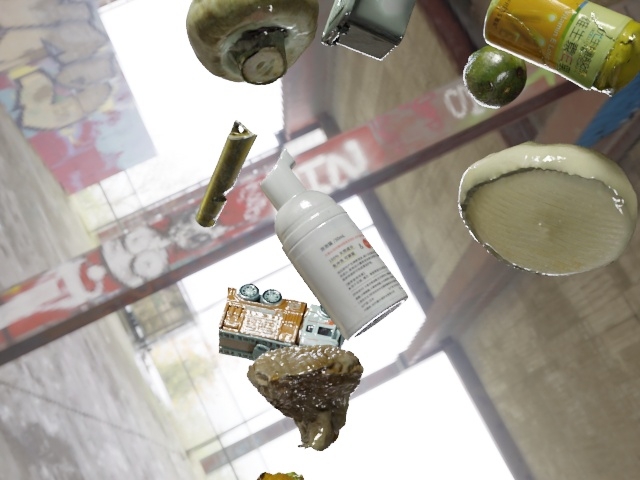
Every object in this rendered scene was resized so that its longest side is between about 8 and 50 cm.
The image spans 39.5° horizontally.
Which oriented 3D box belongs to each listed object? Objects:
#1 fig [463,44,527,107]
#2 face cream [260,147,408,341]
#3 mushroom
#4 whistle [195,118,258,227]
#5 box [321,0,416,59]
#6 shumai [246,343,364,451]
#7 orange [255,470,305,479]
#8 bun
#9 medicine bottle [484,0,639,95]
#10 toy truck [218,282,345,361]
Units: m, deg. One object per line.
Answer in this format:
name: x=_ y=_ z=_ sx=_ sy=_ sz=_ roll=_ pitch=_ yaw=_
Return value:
fig: x=0.330 y=-0.334 z=1.735 sx=0.123 sy=0.123 sz=0.156 roll=74 pitch=-8 yaw=-49
face cream: x=0.000 y=0.000 z=1.665 sx=0.369 sy=0.145 sz=0.145 roll=53 pitch=-11 yaw=13
mushroom: x=-0.169 y=-0.535 z=2.232 sx=0.352 sy=0.352 sz=0.260 roll=83 pitch=-8 yaw=-65
whistle: x=-0.234 y=-0.158 z=2.162 sx=0.068 sy=0.057 sz=0.326 roll=40 pitch=-47 yaw=12
box: x=0.111 y=-0.485 z=1.778 sx=0.135 sy=0.243 sz=0.163 roll=22 pitch=-14 yaw=-13
shumai: x=-0.024 y=0.275 z=1.549 sx=0.166 sy=0.206 sz=0.175 roll=-170 pitch=-99 yaw=-65
orange: x=-0.164 y=0.600 z=1.836 sx=0.196 sy=0.334 sz=0.262 roll=56 pitch=-37 yaw=-5
bun: x=0.380 y=-0.066 z=1.476 sx=0.287 sy=0.146 sz=0.287 roll=16 pitch=-37 yaw=13
medicine bottle: x=0.373 y=-0.309 z=1.347 sx=0.239 sy=0.124 sz=0.124 roll=31 pitch=-22 yaw=22
toy truck: x=-0.093 y=0.222 z=2.149 sx=0.162 sy=0.305 sz=0.136 roll=-74 pitch=172 yaw=-46
